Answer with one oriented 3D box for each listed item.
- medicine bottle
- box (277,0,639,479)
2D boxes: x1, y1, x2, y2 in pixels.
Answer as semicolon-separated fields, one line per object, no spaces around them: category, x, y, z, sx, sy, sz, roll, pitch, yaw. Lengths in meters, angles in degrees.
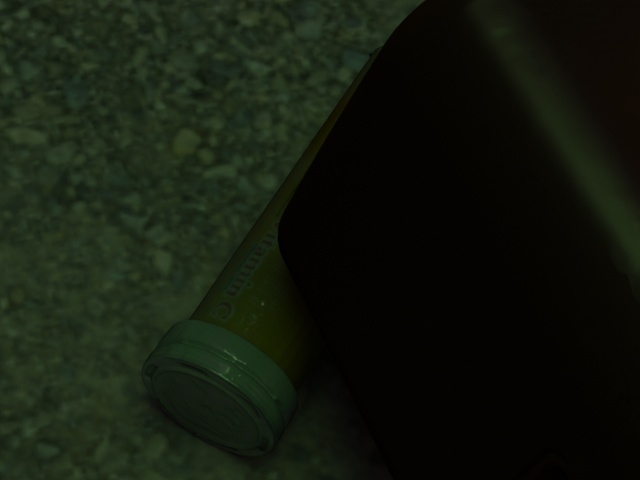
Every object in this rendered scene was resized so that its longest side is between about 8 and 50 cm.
medicine bottle;0.000;0.000;0.969;0.074;0.074;0.218;30;60;7
box;0.182;0.000;0.866;0.339;0.239;0.229;-20;70;-30
